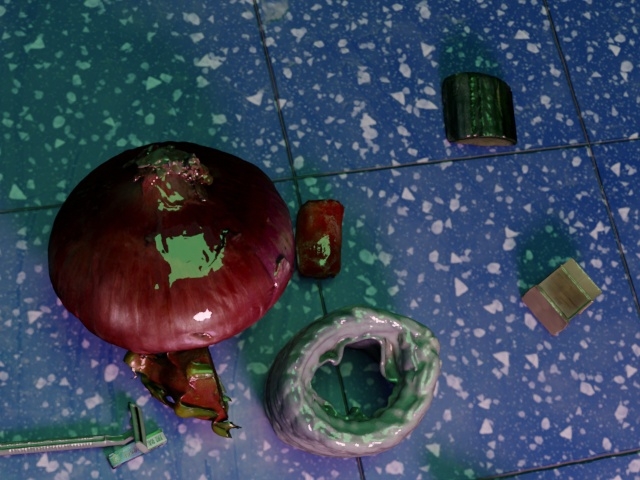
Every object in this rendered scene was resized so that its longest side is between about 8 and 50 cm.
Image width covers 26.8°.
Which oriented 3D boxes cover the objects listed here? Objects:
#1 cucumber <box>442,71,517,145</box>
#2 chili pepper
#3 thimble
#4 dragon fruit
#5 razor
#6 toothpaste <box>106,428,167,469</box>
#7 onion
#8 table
[{"bbox_3d":[0.258,-0.207,2.135,0.116,0.062,0.115,2,72,-11],"label":"cucumber"},{"bbox_3d":[0.000,0.000,1.986,0.073,0.070,0.123,14,63,-26],"label":"chili pepper"},{"bbox_3d":[0.047,0.199,1.866,0.250,0.172,0.205,-22,80,-18],"label":"thimble"},{"bbox_3d":[-0.182,0.189,1.851,0.175,0.138,0.142,7,42,11],"label":"dragon fruit"},{"bbox_3d":[-0.342,0.272,1.814,0.211,0.036,0.084,-8,34,-8],"label":"razor"},{"bbox_3d":[-0.251,0.285,1.839,0.083,0.017,0.020,-25,76,-21],"label":"toothpaste"},{"bbox_3d":[-0.203,-0.022,1.807,0.347,0.285,0.348,1,45,-1],"label":"onion"},{"bbox_3d":[0.367,0.085,2.042,0.083,0.062,0.079,-36,80,-23],"label":"table"}]
